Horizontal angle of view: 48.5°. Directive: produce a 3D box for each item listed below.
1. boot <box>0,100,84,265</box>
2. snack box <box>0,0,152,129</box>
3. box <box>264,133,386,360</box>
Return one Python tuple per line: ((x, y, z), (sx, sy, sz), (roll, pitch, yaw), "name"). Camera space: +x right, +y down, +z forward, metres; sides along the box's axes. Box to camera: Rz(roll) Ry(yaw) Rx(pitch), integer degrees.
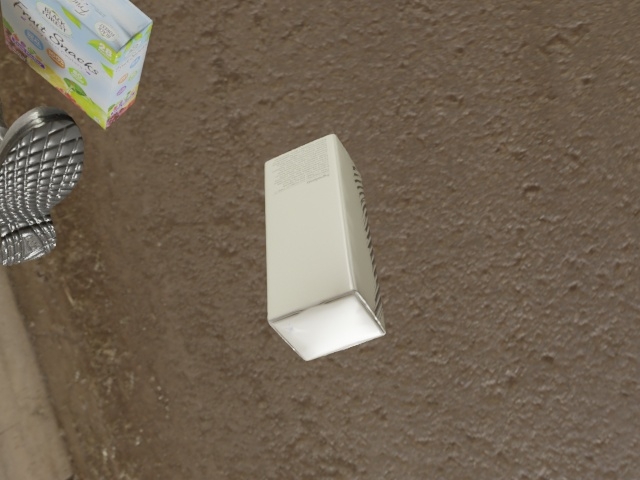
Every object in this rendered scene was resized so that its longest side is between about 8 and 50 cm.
((-0.446, -0.130, 1.001), (0.338, 0.118, 0.223), (-47, 66, 46), "boot")
((-0.306, -0.254, 0.879), (0.174, 0.070, 0.207), (40, 154, -4), "snack box")
((0.000, 0.000, 0.877), (0.113, 0.275, 0.094), (-20, 135, 17), "box")
